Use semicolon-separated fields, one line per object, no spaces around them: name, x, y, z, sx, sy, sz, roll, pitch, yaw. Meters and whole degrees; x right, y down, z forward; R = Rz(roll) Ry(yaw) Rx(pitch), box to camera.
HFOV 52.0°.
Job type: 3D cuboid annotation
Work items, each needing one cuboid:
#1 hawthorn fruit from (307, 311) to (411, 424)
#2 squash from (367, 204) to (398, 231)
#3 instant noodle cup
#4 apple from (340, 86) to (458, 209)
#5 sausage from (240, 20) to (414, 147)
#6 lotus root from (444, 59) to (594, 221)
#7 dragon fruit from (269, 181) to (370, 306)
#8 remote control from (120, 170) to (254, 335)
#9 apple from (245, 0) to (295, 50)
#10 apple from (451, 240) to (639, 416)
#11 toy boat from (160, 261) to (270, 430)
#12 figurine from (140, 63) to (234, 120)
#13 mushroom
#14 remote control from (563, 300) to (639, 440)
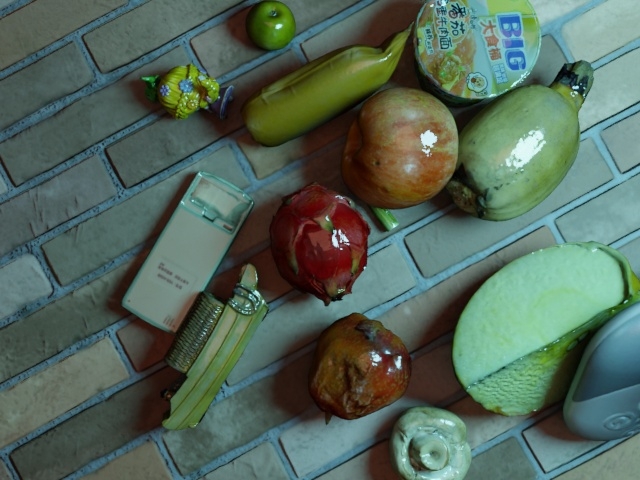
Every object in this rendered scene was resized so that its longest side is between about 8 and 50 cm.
hawthorn fruit;0.060;0.210;1.090;0.179;0.173;0.173;-26;88;-1
squash;0.104;-0.055;1.161;0.027;0.027;0.083;-37;87;-1
instant noodle cup;0.245;-0.322;1.108;0.205;0.153;0.204;0;90;0
apple;0.123;-0.150;1.077;0.164;0.209;0.209;4;88;-18
sausage;0.018;-0.259;1.093;0.328;0.112;0.112;-26;88;16
lotus root;0.343;-0.169;1.089;0.183;0.183;0.310;44;86;2
dragon fruit;0.000;0.000;1.092;0.172;0.172;0.209;-21;80;0
remote control;-0.232;0.019;1.160;0.123;0.038;0.285;28;87;0
apple;-0.087;-0.379;1.151;0.090;0.074;0.089;4;70;-10
apple;0.369;0.152;1.077;0.346;0.179;0.254;-31;86;-3
toy boat;-0.192;0.176;1.124;0.115;0.089;0.310;32;89;-9
figurine;-0.235;-0.262;1.129;0.156;0.115;0.094;18;78;3
mushroom;0.184;0.350;1.107;0.148;0.112;0.148;-1;80;4
remote control;0.501;0.208;1.038;0.221;0.103;0.332;-13;132;-12
